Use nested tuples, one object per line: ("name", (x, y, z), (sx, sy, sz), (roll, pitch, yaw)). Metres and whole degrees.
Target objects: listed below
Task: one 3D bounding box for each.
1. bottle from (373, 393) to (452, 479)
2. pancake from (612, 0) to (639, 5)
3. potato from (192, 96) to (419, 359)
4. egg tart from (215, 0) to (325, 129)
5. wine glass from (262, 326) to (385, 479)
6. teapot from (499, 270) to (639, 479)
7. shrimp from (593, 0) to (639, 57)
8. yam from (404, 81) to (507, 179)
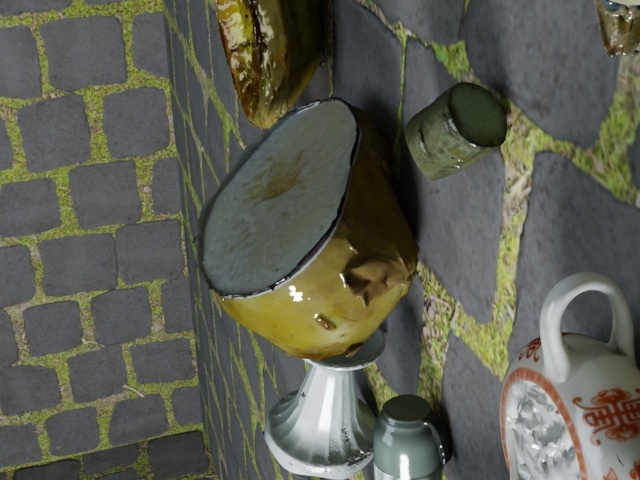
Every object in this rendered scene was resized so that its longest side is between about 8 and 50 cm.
("bottle", (0.109, 0.305, 1.035), (0.096, 0.079, 0.253), (12, 117, 33))
("pancake", (0.173, -0.196, 0.478), (0.139, 0.022, 0.139), (22, 125, 36))
("potato", (0.000, 0.000, 1.023), (0.196, 0.246, 0.299), (47, -142, -35))
("egg tart", (-0.070, -0.294, 1.242), (0.290, 0.115, 0.290), (168, 90, -76))
("wine glass", (0.009, 0.200, 1.186), (0.165, 0.165, 0.196), (-121, 31, -54))
("teapot", (0.180, 0.132, 0.604), (0.159, 0.116, 0.245), (-106, 8, -72))
("shrimp", (0.166, -0.224, 0.552), (0.126, 0.047, 0.223), (-163, 63, -76))
("yam", (0.113, -0.094, 0.781), (0.146, 0.070, 0.070), (153, 106, -73))
